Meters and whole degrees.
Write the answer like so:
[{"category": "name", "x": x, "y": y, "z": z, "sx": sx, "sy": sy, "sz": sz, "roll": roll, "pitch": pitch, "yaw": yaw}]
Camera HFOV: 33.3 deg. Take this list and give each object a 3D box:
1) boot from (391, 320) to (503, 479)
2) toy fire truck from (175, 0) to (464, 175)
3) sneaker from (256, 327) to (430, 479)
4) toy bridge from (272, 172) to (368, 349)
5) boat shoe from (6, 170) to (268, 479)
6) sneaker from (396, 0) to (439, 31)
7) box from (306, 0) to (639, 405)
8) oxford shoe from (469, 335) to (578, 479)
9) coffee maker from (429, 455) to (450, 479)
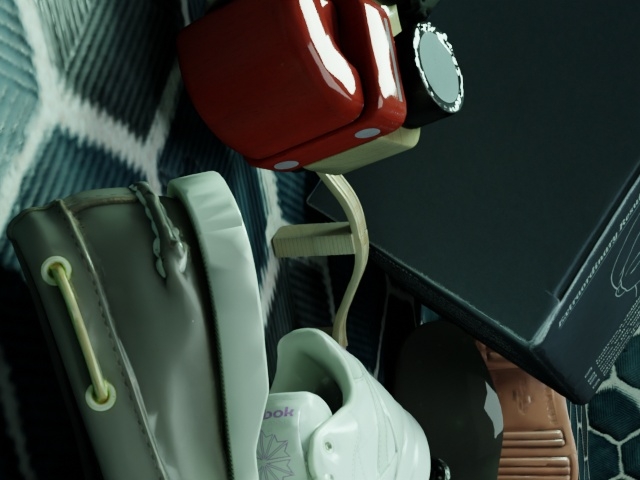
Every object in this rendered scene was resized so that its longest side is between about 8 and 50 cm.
[{"category": "boot", "x": 0.120, "y": 0.220, "z": 1.058, "sx": 0.115, "sy": 0.112, "sz": 0.305, "roll": -145, "pitch": -138, "yaw": -75}, {"category": "toy fire truck", "x": -0.029, "y": -0.163, "z": 0.565, "sx": 0.246, "sy": 0.158, "sz": 0.217, "roll": 8, "pitch": 69, "yaw": -53}, {"category": "sneaker", "x": -0.018, "y": 0.183, "z": 0.622, "sx": 0.152, "sy": 0.114, "sz": 0.305, "roll": 58, "pitch": 27, "yaw": -31}, {"category": "toy bridge", "x": 0.000, "y": 0.000, "z": 0.733, "sx": 0.026, "sy": 0.063, "sz": 0.188, "roll": -57, "pitch": 140, "yaw": -61}, {"category": "boat shoe", "x": -0.070, "y": 0.126, "z": 0.459, "sx": 0.109, "sy": 0.091, "sz": 0.305, "roll": -157, "pitch": -120, "yaw": -69}, {"category": "sneaker", "x": 0.069, "y": -0.209, "z": 0.947, "sx": 0.147, "sy": 0.104, "sz": 0.296, "roll": -26, "pitch": 119, "yaw": -55}, {"category": "box", "x": 0.204, "y": -0.049, "z": 0.941, "sx": 0.293, "sy": 0.212, "sz": 0.395, "roll": -56, "pitch": 157, "yaw": -2}, {"category": "oxford shoe", "x": 0.214, "y": 0.213, "z": 1.242, "sx": 0.146, "sy": 0.140, "sz": 0.397, "roll": -145, "pitch": -118, "yaw": -83}, {"category": "coffee maker", "x": 0.057, "y": 0.273, "z": 0.815, "sx": 0.171, "sy": 0.120, "sz": 0.178, "roll": -54, "pitch": 142, "yaw": -27}]
